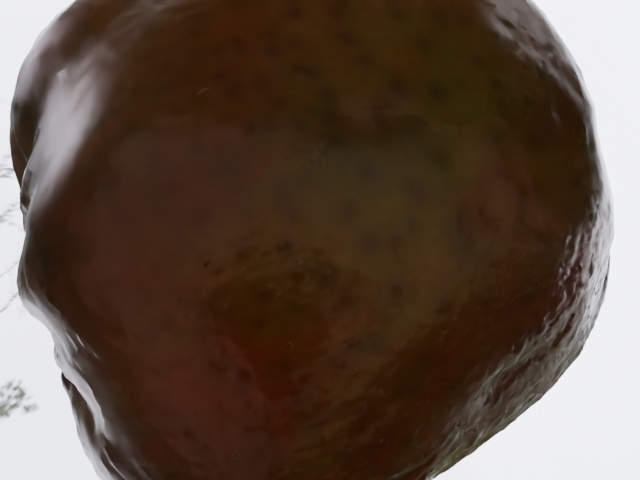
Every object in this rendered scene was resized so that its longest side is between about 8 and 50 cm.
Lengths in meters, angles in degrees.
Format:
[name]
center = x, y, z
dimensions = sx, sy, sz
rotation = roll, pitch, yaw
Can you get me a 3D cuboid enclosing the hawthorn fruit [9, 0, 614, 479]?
[hawthorn fruit]
center = 0.000, 0.000, 1.024
dimensions = 0.472, 0.472, 0.471
rotation = 0, -88, -2
